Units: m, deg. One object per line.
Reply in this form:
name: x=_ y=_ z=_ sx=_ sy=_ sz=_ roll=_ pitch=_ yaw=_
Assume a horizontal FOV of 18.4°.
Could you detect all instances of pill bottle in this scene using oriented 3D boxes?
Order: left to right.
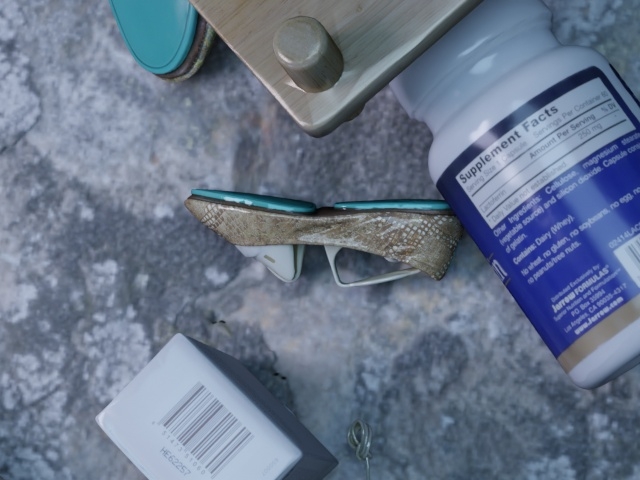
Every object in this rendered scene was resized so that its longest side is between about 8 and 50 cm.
pill bottle: x=0.171 y=-0.041 z=1.384 sx=0.153 sy=0.153 sz=0.264 roll=-34 pitch=79 yaw=0

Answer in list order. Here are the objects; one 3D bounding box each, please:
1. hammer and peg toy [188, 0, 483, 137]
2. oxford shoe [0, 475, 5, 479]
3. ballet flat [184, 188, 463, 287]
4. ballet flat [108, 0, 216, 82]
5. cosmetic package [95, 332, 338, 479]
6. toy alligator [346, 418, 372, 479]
hammer and peg toy: x=0.049 y=-0.275 z=1.322 sx=0.361 sy=0.127 sz=0.266 roll=-42 pitch=71 yaw=1
oxford shoe: x=-0.238 y=0.246 z=1.388 sx=0.130 sy=0.169 sz=0.449 roll=-40 pitch=78 yaw=-21
ballet flat: x=0.000 y=0.000 z=1.441 sx=0.206 sy=0.073 sz=0.067 roll=4 pitch=96 yaw=10
ballet flat: x=-0.116 y=-0.297 z=1.469 sx=0.123 sy=0.123 sz=0.348 roll=-14 pitch=99 yaw=4
cosmetic package: x=-0.065 y=0.137 z=1.340 sx=0.085 sy=0.231 sz=0.117 roll=-45 pitch=79 yaw=-2
toy alligator: x=0.046 y=0.224 z=1.410 sx=0.051 sy=0.056 sz=0.189 roll=7 pitch=78 yaw=-35
